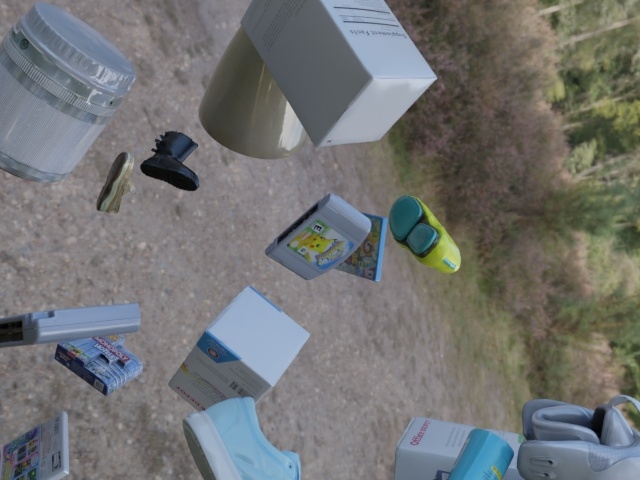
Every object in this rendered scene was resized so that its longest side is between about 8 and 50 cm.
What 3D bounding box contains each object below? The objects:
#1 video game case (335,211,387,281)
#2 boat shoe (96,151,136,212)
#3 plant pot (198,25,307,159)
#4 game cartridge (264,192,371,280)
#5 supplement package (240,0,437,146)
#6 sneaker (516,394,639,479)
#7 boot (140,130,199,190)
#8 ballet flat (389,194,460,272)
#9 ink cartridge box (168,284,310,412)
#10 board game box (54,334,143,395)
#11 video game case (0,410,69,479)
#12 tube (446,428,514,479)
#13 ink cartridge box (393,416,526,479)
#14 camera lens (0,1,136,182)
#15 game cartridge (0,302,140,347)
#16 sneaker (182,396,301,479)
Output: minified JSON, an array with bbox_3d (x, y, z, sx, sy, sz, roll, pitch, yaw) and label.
[{"bbox_3d":[0.056,0.003,1.188,0.015,0.166,0.119,-1,101,-41],"label":"video game case"},{"bbox_3d":[-0.501,-0.144,1.575,0.072,0.190,0.068,17,40,-31],"label":"boat shoe"},{"bbox_3d":[-0.114,-0.362,1.345,0.256,0.257,0.274,-71,-176,-47],"label":"plant pot"},{"bbox_3d":[0.000,0.000,0.528,0.056,0.083,0.017,32,33,-30],"label":"game cartridge"},{"bbox_3d":[0.026,-0.335,1.090,0.175,0.177,0.292,-14,69,-43],"label":"supplement package"},{"bbox_3d":[0.244,0.316,0.733,0.210,0.366,0.137,64,22,1],"label":"sneaker"},{"bbox_3d":[-0.253,-0.146,1.121,0.045,0.121,0.099,94,19,-50],"label":"boot"},{"bbox_3d":[0.169,-0.006,1.007,0.077,0.077,0.231,34,13,-17],"label":"ballet flat"},{"bbox_3d":[-0.201,0.292,1.514,0.198,0.270,0.197,39,40,1],"label":"ink cartridge box"},{"bbox_3d":[-0.602,0.323,1.757,0.194,0.194,0.060,-33,149,-61],"label":"board game box"},{"bbox_3d":[-0.554,0.424,1.205,0.019,0.143,0.157,62,-4,-37],"label":"video game case"},{"bbox_3d":[0.135,0.293,0.644,0.207,0.052,0.080,-50,124,-31],"label":"tube"},{"bbox_3d":[0.226,0.340,0.922,0.154,0.213,0.093,-6,101,-71],"label":"ink cartridge box"},{"bbox_3d":[-0.501,-0.260,1.141,0.219,0.274,0.219,38,16,-13],"label":"camera lens"},{"bbox_3d":[-0.449,0.148,1.070,0.198,0.297,0.062,5,77,-46],"label":"game cartridge"},{"bbox_3d":[-0.074,0.409,0.980,0.150,0.135,0.365,-23,73,-27],"label":"sneaker"}]
